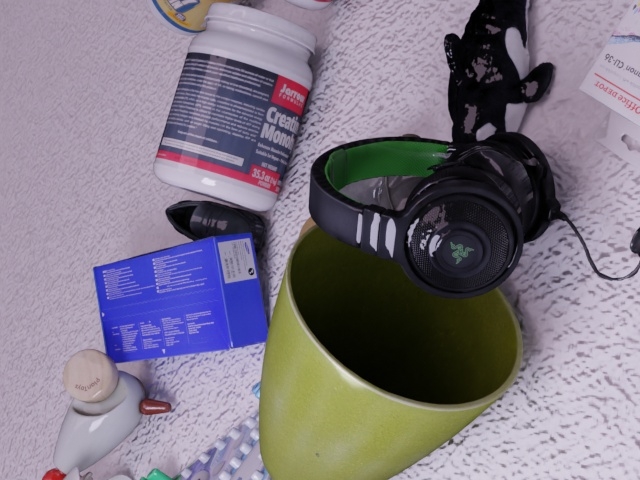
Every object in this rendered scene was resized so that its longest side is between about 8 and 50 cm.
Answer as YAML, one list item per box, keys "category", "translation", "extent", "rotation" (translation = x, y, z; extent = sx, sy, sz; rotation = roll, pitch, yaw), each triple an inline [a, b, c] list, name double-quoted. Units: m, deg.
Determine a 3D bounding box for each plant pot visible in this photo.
- category: "plant pot"
  translation: [0.042, 0.169, 1.298]
  extent: [0.293, 0.275, 0.274]
  rotation: [-63, 35, 39]

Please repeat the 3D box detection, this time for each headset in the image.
- category: "headset"
  translation: [0.178, -0.056, 1.208]
  extent: [0.394, 0.243, 0.185]
  rotation: [17, 119, 22]

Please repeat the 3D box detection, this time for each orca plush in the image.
- category: "orca plush"
  translation: [0.202, -0.233, 1.354]
  extent: [0.151, 0.102, 0.287]
  rotation: [29, 99, 52]

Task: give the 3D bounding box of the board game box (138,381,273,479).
- category: "board game box"
  translation: [-0.192, 0.380, 1.480]
  extent: [0.390, 0.050, 0.390]
  rotation: [-42, 15, 33]

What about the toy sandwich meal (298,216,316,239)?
- category: "toy sandwich meal"
  translation: [0.000, 0.000, 1.575]
  extent: [0.086, 0.029, 0.085]
  rotation: [-27, 51, 40]

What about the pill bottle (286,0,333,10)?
- category: "pill bottle"
  translation: [0.041, -0.492, 1.597]
  extent: [0.318, 0.176, 0.176]
  rotation: [-42, 47, 34]

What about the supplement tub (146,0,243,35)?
- category: "supplement tub"
  translation: [-0.187, -0.446, 1.887]
  extent: [0.200, 0.144, 0.144]
  rotation: [-27, 56, 43]

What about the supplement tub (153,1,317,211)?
- category: "supplement tub"
  translation: [-0.123, -0.193, 1.668]
  extent: [0.191, 0.191, 0.272]
  rotation: [16, 89, 53]

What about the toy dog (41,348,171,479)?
- category: "toy dog"
  translation: [-0.339, 0.339, 1.759]
  extent: [0.161, 0.220, 0.333]
  rotation: [15, 96, 21]

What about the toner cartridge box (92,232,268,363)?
- category: "toner cartridge box"
  translation: [-0.223, 0.095, 1.736]
  extent: [0.348, 0.075, 0.165]
  rotation: [-12, 85, 48]

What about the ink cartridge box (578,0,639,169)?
- category: "ink cartridge box"
  translation: [0.353, -0.177, 1.173]
  extent: [0.198, 0.067, 0.115]
  rotation: [-61, 39, 15]

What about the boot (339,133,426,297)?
- category: "boot"
  translation: [0.093, -0.011, 1.440]
  extent: [0.190, 0.076, 0.208]
  rotation: [-40, 54, 38]

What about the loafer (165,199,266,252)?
- category: "loafer"
  translation: [-0.165, -0.021, 1.744]
  extent: [0.223, 0.078, 0.076]
  rotation: [14, 87, 52]
